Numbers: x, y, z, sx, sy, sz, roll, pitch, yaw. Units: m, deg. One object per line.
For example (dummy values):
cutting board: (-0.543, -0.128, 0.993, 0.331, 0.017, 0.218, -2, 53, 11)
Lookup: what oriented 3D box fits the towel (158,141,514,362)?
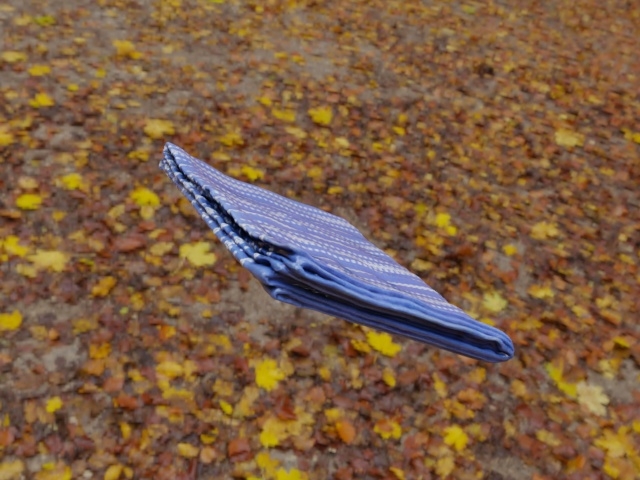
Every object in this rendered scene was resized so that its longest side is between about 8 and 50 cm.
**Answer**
towel: (0.000, 0.000, 0.729, 0.243, 0.040, 0.336, 20, 11, -30)
